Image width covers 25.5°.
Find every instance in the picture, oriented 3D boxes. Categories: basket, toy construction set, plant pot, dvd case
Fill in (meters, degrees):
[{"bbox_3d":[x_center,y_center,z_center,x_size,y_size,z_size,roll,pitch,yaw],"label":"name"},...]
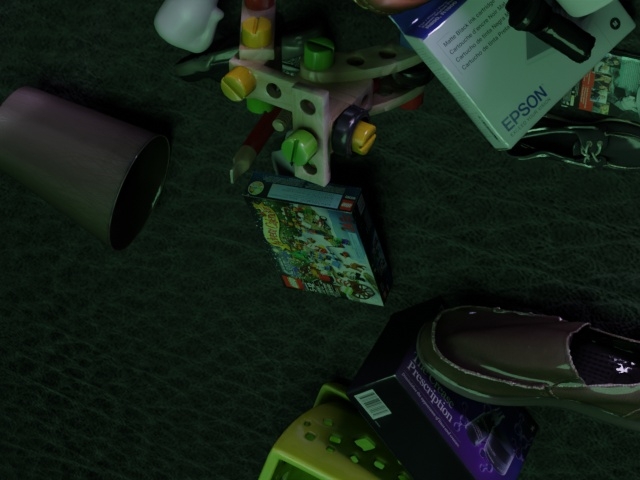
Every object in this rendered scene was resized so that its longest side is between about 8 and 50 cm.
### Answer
[{"bbox_3d":[-0.355,-0.116,2.041,0.227,0.154,0.204,27,135,12],"label":"basket"},{"bbox_3d":[-0.035,-0.156,1.640,0.257,0.237,0.309,33,141,-2],"label":"toy construction set"},{"bbox_3d":[0.039,0.365,2.156,0.228,0.207,0.227,26,133,8],"label":"plant pot"},{"bbox_3d":[0.351,-0.188,1.695,0.120,0.013,0.087,15,130,19],"label":"dvd case"}]

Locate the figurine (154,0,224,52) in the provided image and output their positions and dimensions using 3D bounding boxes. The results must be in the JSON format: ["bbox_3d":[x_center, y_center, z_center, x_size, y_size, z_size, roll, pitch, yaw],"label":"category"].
[{"bbox_3d":[-0.187,-0.376,1.794,0.215,0.092,0.209,35,129,-1],"label":"figurine"}]

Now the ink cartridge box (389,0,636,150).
[{"bbox_3d":[0.212,-0.255,1.590,0.224,0.223,0.045,48,168,-13],"label":"ink cartridge box"}]

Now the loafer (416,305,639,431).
[{"bbox_3d":[0.311,0.146,1.883,0.366,0.133,0.130,10,145,7],"label":"loafer"}]

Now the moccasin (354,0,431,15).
[{"bbox_3d":[0.056,-0.322,1.493,0.147,0.380,0.139,-28,117,18],"label":"moccasin"}]

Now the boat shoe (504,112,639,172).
[{"bbox_3d":[0.323,-0.110,1.734,0.206,0.065,0.075,11,129,20],"label":"boat shoe"}]

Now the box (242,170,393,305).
[{"bbox_3d":[0.000,0.000,1.954,0.159,0.044,0.233,9,149,21],"label":"box"}]

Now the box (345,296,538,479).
[{"bbox_3d":[0.177,0.241,2.003,0.103,0.184,0.261,-26,110,37],"label":"box"}]

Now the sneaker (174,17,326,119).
[{"bbox_3d":[-0.083,-0.209,1.860,0.228,0.087,0.130,-6,115,26],"label":"sneaker"}]

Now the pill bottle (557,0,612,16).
[{"bbox_3d":[0.210,-0.421,1.457,0.363,0.210,0.210,46,132,-11],"label":"pill bottle"}]

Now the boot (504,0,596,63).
[{"bbox_3d":[0.250,-0.226,1.517,0.099,0.121,0.045,35,106,-10],"label":"boot"}]

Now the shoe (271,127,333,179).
[{"bbox_3d":[-0.010,-0.121,1.906,0.063,0.081,0.178,60,163,8],"label":"shoe"}]
